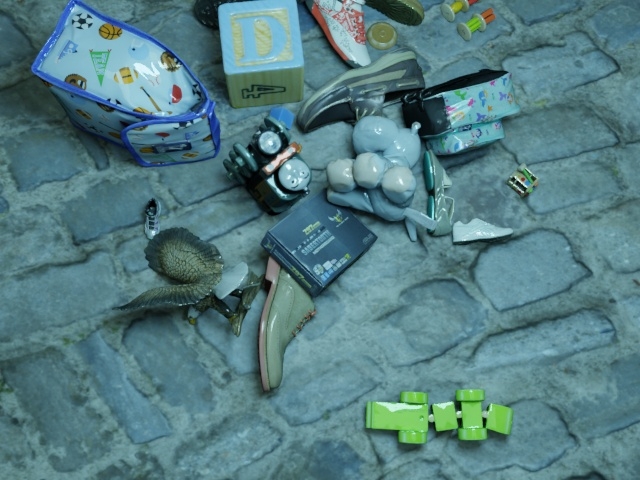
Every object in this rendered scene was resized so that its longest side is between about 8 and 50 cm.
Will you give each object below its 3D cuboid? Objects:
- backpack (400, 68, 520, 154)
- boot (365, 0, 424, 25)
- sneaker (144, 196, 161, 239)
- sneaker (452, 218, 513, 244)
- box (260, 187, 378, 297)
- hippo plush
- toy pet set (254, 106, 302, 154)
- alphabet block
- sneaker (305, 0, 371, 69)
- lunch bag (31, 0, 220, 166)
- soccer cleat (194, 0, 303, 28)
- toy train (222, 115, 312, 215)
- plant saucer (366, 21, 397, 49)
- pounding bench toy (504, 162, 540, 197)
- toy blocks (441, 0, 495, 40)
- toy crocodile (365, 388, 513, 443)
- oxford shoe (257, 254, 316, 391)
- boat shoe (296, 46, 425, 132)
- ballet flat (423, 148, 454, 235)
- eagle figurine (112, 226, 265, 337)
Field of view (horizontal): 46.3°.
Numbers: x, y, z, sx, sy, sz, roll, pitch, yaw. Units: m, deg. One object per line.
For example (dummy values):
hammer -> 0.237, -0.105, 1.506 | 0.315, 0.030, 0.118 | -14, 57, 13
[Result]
backpack -> 0.355, -0.315, 1.823 | 0.253, 0.225, 0.191 | -25, 100, -13
boot -> 0.221, -0.731, 1.989 | 0.236, 0.089, 0.270 | 28, 75, 4
sneaker -> -0.409, -0.056, 1.802 | 0.038, 0.069, 0.098 | 0, 76, -2
sneaker -> 0.398, -0.026, 1.836 | 0.152, 0.054, 0.061 | -4, 73, -3
box -> 0.000, 0.000, 1.760 | 0.183, 0.059, 0.232 | 44, 49, 9
hippo plush -> 0.170, -0.185, 1.757 | 0.294, 0.234, 0.237 | 23, 68, -11
toy pet set -> -0.101, -0.268, 1.870 | 0.122, 0.065, 0.114 | 17, 76, 2
alphabet block -> -0.144, -0.459, 1.849 | 0.193, 0.197, 0.193 | -5, 77, -3
sneaker -> 0.079, -0.571, 1.909 | 0.145, 0.090, 0.270 | -41, 75, 29
lunch bag -> -0.419, -0.324, 1.736 | 0.385, 0.328, 0.239 | 24, 79, 0
soccer cleat -> -0.172, -0.637, 1.952 | 0.318, 0.116, 0.109 | -15, 119, 9
toy train -> -0.112, -0.161, 1.719 | 0.142, 0.334, 0.190 | -43, 96, -14
plant saucer -> 0.163, -0.544, 1.975 | 0.083, 0.015, 0.084 | 0, 76, -2
pounding bench toy -> 0.508, -0.151, 1.856 | 0.065, 0.083, 0.052 | 43, 78, 9
toy blocks -> 0.414, -0.616, 1.984 | 0.148, 0.054, 0.123 | -36, 79, -11
toy crocodile -> 0.272, 0.401, 1.707 | 0.340, 0.105, 0.115 | -2, 76, 2
oxford shoe -> -0.075, 0.177, 1.731 | 0.130, 0.123, 0.349 | 7, 76, -3
boat shoe -> 0.110, -0.355, 1.867 | 0.355, 0.132, 0.130 | -30, 79, -8
ballet flat -> 0.293, -0.118, 1.839 | 0.068, 0.072, 0.213 | -3, 90, -9
eagle figurine -> -0.299, 0.107, 1.709 | 0.298, 0.226, 0.225 | 23, 96, -2
